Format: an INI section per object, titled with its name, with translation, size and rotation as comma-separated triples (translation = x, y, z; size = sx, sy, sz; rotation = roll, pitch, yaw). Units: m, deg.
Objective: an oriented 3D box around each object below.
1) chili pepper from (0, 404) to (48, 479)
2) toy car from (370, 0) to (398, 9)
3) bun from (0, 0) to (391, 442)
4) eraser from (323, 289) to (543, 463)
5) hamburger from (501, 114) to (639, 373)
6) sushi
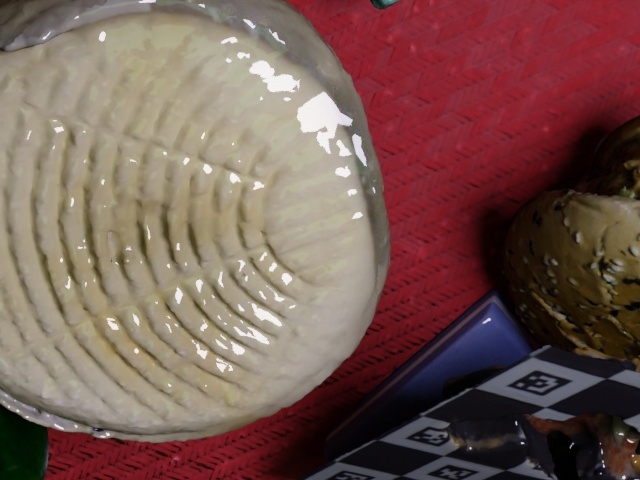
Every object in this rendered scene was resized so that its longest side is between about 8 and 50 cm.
[chili pepper]
translation = -0.305, 0.195, 0.822
size = 0.165, 0.261, 0.174
rotation = 8, 65, 9
[toy car]
translation = 0.134, -0.318, 0.772
size = 0.321, 0.097, 0.141
rotation = -37, 110, 2
[bun]
translation = -0.126, -0.034, 0.760
size = 0.364, 0.202, 0.364
rotation = -4, 118, -8
[eraser]
translation = 0.105, 0.147, 0.944
size = 0.225, 0.036, 0.082
rotation = -41, 110, 4
[hamburger]
translation = 0.258, 0.001, 0.836
size = 0.192, 0.288, 0.167
rotation = 37, 68, 18
[sushi]
translation = 0.202, 0.163, 0.854
size = 0.343, 0.064, 0.359
rotation = 18, 145, -24
